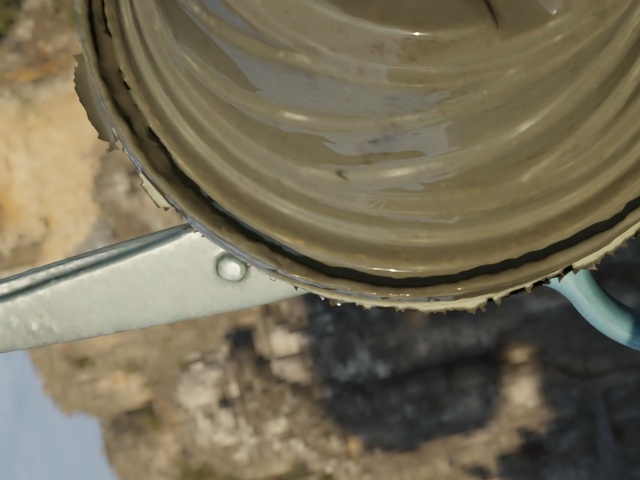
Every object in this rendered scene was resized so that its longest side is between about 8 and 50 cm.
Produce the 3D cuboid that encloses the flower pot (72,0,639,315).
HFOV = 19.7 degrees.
[{"bbox_3d":[0.031,-0.101,0.567,0.140,0.235,0.235,89,168,-75],"label":"flower pot"}]

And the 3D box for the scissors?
[{"bbox_3d":[0.000,0.000,0.828,0.029,0.447,0.192,-85,-20,-68],"label":"scissors"}]
